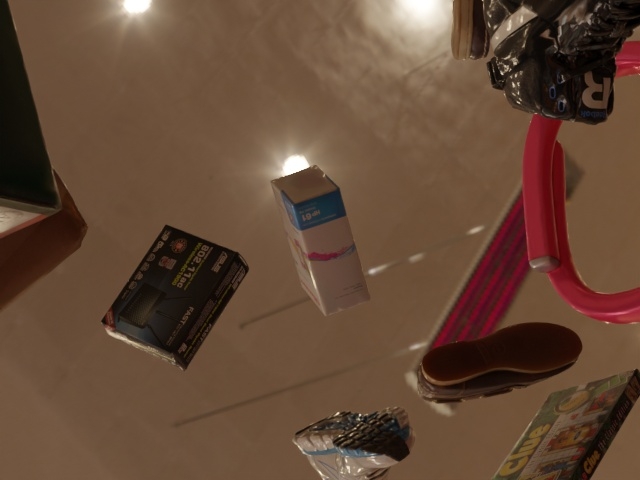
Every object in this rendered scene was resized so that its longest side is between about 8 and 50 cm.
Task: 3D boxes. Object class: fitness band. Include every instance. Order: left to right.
[{"bbox_3d":[0.301,-0.061,1.349,0.054,0.209,0.291,24,-123,-45],"label":"fitness band"}]

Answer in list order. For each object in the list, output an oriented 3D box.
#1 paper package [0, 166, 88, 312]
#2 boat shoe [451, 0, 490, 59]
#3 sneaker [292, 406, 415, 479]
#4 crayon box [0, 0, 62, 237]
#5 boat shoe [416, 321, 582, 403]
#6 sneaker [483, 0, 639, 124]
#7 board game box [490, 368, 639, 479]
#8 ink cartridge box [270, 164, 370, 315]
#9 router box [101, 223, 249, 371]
[{"bbox_3d":[-0.417,0.032,1.104,0.325,0.309,0.168,-46,-62,-43],"label":"paper package"},{"bbox_3d":[0.194,-0.305,1.417,0.092,0.103,0.285,11,-123,5],"label":"boat shoe"},{"bbox_3d":[0.043,0.200,1.228,0.071,0.190,0.083,-26,-88,-21],"label":"sneaker"},{"bbox_3d":[-0.348,-0.104,0.764,0.106,0.363,0.313,11,-120,-63],"label":"crayon box"},{"bbox_3d":[0.217,0.153,1.669,0.207,0.073,0.073,-7,-128,-8],"label":"boat shoe"},{"bbox_3d":[0.192,-0.140,0.886,0.079,0.217,0.121,-6,-93,-29],"label":"sneaker"},{"bbox_3d":[0.277,0.243,1.579,0.030,0.136,0.259,56,-138,-8],"label":"board game box"},{"bbox_3d":[0.000,0.000,1.317,0.052,0.088,0.122,-21,-68,-9],"label":"ink cartridge box"},{"bbox_3d":[-0.140,0.053,1.307,0.122,0.092,0.038,-59,-31,-19],"label":"router box"}]
